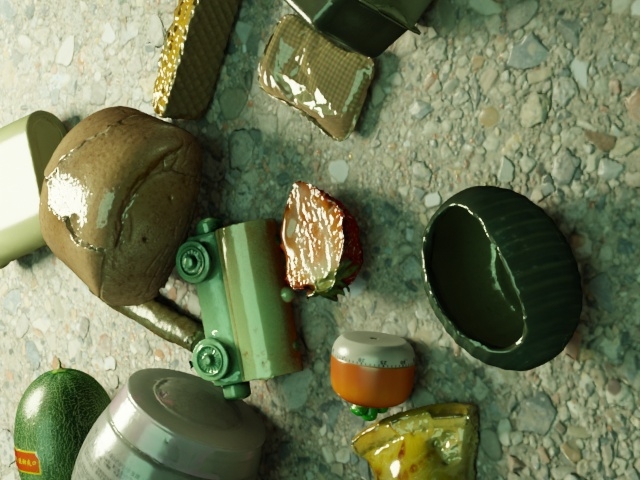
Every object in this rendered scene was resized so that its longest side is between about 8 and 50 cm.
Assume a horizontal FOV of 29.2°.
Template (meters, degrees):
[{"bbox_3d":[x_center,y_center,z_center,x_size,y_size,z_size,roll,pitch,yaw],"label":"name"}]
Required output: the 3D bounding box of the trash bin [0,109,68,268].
[{"bbox_3d":[-0.554,-0.087,2.217,0.247,0.121,0.243,-19,80,36],"label":"trash bin"}]

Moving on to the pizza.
[{"bbox_3d":[0.146,0.315,1.690,0.204,0.080,0.188,-37,70,33],"label":"pizza"}]

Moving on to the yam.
[{"bbox_3d":[-0.290,0.115,2.051,0.274,0.061,0.061,27,109,34],"label":"yam"}]

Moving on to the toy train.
[{"bbox_3d":[-0.115,0.097,1.882,0.177,0.116,0.285,-13,83,27],"label":"toy train"}]

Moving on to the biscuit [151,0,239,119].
[{"bbox_3d":[-0.173,-0.367,1.902,0.054,0.094,0.379,34,113,39],"label":"biscuit"}]

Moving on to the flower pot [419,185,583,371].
[{"bbox_3d":[0.229,0.046,1.554,0.189,0.157,0.243,-36,71,36],"label":"flower pot"}]

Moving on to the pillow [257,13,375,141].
[{"bbox_3d":[-0.011,-0.243,1.813,0.211,0.034,0.135,35,115,34],"label":"pillow"}]

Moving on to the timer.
[{"bbox_3d":[0.074,0.194,1.733,0.136,0.099,0.136,18,114,47],"label":"timer"}]

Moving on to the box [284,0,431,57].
[{"bbox_3d":[0.016,-0.391,1.666,0.166,0.220,0.290,-50,62,16],"label":"box"}]

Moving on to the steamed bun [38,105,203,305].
[{"bbox_3d":[-0.332,-0.063,1.947,0.251,0.199,0.301,39,115,55],"label":"steamed bun"}]

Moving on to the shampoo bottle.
[{"bbox_3d":[-0.232,0.353,1.878,0.273,0.273,0.266,35,106,32],"label":"shampoo bottle"}]

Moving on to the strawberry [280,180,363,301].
[{"bbox_3d":[0.000,0.000,1.791,0.146,0.082,0.187,-31,67,31],"label":"strawberry"}]

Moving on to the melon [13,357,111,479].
[{"bbox_3d":[-0.431,0.341,2.098,0.182,0.182,0.288,-1,93,39],"label":"melon"}]
